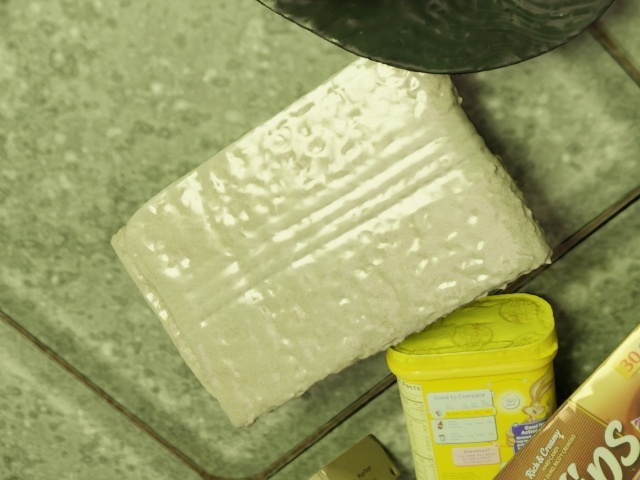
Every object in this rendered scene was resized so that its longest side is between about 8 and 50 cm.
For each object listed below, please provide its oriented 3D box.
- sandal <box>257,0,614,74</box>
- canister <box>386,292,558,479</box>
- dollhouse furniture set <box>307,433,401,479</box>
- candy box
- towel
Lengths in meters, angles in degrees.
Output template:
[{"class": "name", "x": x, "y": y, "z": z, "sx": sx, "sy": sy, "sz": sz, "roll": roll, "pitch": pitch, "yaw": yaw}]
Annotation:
[{"class": "sandal", "x": -0.029, "y": -0.216, "z": 0.503, "sx": 0.445, "sy": 0.107, "sz": 0.168, "roll": 22, "pitch": 104, "yaw": -7}, {"class": "canister", "x": 0.124, "y": 0.134, "z": 0.704, "sx": 0.126, "sy": 0.073, "sz": 0.170, "roll": -7, "pitch": 118, "yaw": 11}, {"class": "dollhouse furniture set", "x": 0.043, "y": 0.312, "z": 0.733, "sx": 0.161, "sy": 0.212, "sz": 0.242, "roll": -45, "pitch": 76, "yaw": 23}, {"class": "candy box", "x": 0.214, "y": 0.139, "z": 0.611, "sx": 0.109, "sy": 0.053, "sz": 0.187, "roll": 44, "pitch": 107, "yaw": 18}, {"class": "towel", "x": 0.000, "y": 0.000, "z": 0.641, "sx": 0.282, "sy": 0.049, "sz": 0.187, "roll": -30, "pitch": 95, "yaw": 19}]
